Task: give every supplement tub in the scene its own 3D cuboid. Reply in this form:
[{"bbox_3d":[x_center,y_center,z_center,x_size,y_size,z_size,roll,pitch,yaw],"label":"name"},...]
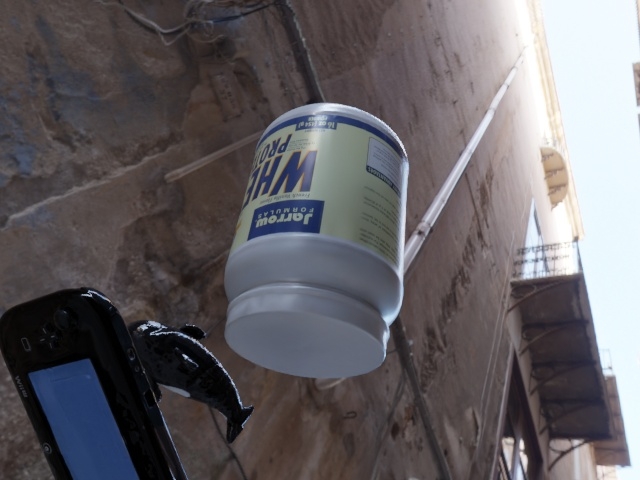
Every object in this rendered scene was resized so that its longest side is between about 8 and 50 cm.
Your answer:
[{"bbox_3d":[0.000,0.000,0.739,0.236,0.324,0.235,6,-34,4],"label":"supplement tub"}]

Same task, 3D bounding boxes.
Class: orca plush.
[{"bbox_3d":[-0.242,0.248,0.964,0.287,0.151,0.102,54,-20,1],"label":"orca plush"}]

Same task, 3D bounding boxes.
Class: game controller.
[{"bbox_3d":[-0.236,0.207,0.567,0.167,0.067,0.318,-18,-85,17],"label":"game controller"}]
